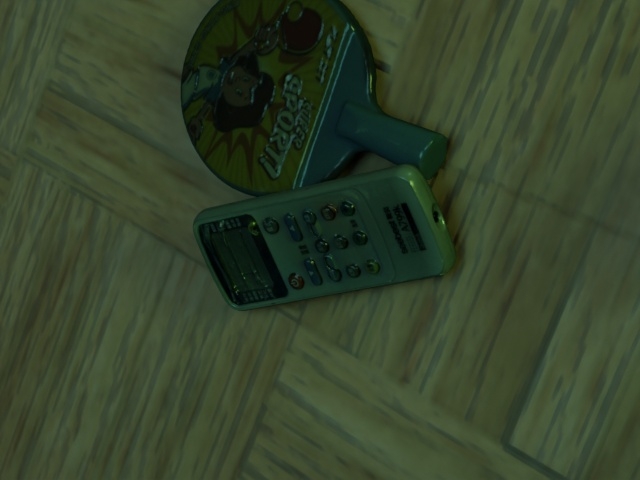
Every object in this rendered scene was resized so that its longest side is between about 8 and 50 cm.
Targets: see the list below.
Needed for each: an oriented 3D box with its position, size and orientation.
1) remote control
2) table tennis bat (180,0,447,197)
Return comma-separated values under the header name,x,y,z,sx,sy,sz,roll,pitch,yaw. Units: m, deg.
name,x,y,z,sx,sy,sz,roll,pitch,yaw
remote control,0.000,0.000,0.750,0.124,0.018,0.053,-10,112,36
table tennis bat,-0.006,-0.062,0.771,0.155,0.019,0.100,28,102,37
